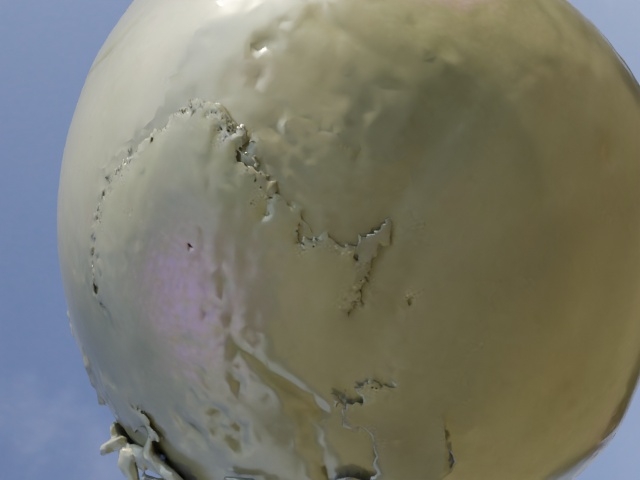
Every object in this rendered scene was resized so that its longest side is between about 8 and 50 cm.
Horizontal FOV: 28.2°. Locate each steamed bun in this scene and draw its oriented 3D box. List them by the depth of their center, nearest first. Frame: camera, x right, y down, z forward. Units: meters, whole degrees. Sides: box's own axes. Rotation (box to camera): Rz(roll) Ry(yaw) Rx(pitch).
[{"bbox_3d":[0.000,0.000,0.644,0.233,0.334,0.312,-46,-38,-54],"label":"steamed bun"}]
